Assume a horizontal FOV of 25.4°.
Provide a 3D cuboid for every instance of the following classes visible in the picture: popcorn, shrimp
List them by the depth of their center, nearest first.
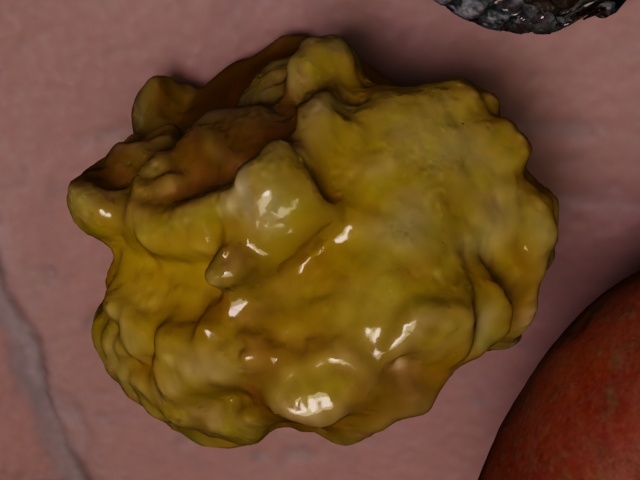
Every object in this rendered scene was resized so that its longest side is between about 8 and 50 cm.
[{"bbox_3d":[0.042,-0.129,0.563,0.174,0.082,0.076,34,110,-16],"label":"shrimp"},{"bbox_3d":[-0.003,-0.004,0.576,0.197,0.197,0.156,-7,111,12],"label":"popcorn"}]

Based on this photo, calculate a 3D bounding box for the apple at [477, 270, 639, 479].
[{"bbox_3d":[0.178,0.125,0.584,0.253,0.253,0.254,3,115,7],"label":"apple"}]
